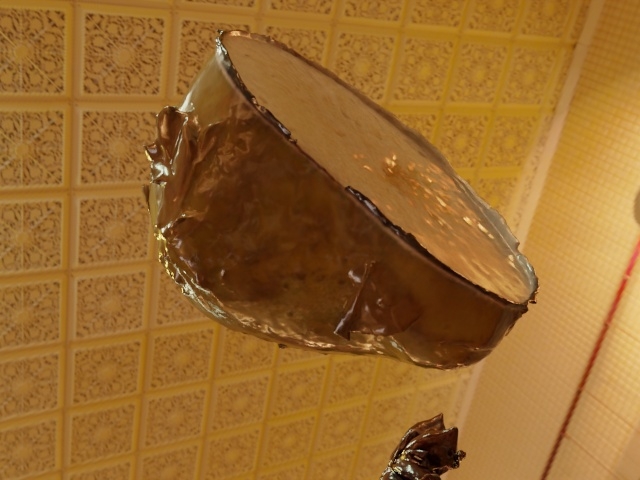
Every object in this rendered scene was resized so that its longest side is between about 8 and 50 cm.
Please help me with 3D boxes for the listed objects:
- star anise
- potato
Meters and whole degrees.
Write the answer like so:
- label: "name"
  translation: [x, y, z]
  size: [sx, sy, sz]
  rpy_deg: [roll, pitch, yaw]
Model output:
- label: "star anise"
  translation: [0.093, 0.257, 0.785]
  size: [0.168, 0.057, 0.168]
  rpy_deg: [-50, -4, -5]
- label: "potato"
  translation: [0.000, 0.000, 0.582]
  size: [0.196, 0.300, 0.246]
  rpy_deg: [-52, -2, 26]
